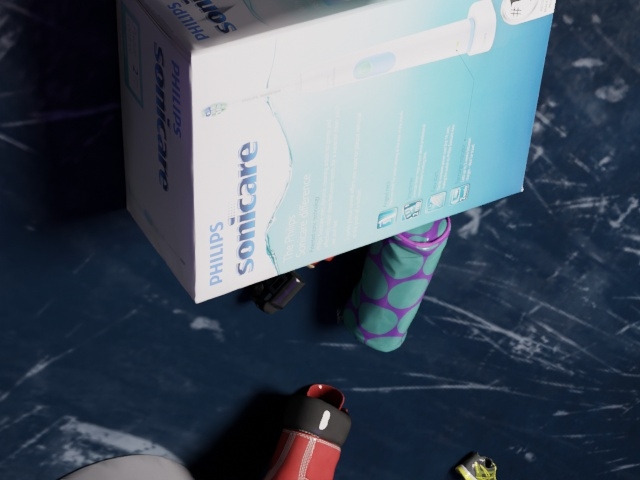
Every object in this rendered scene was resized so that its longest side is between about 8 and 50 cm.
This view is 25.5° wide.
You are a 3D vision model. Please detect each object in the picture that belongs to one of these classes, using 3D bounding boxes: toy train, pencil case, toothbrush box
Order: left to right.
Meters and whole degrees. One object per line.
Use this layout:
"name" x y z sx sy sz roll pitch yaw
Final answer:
"toy train" 0.000 0.000 1.188 0.158 0.036 0.027 -49 139 9
"toothbrush box" 0.011 -0.110 1.032 0.295 0.126 0.216 -20 136 -24
"pencil case" 0.063 0.027 1.222 0.064 0.070 0.152 3 138 -15

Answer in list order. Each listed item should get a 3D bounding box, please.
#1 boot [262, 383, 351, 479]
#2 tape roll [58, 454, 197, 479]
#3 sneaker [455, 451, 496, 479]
"boot" -0.012 0.236 1.348 0.244 0.088 0.176 83 25 -67
"tape roll" -0.190 0.298 1.276 0.219 0.072 0.219 -22 136 -23
"sneaker" 0.183 0.259 1.561 0.035 0.031 0.083 -47 139 6
